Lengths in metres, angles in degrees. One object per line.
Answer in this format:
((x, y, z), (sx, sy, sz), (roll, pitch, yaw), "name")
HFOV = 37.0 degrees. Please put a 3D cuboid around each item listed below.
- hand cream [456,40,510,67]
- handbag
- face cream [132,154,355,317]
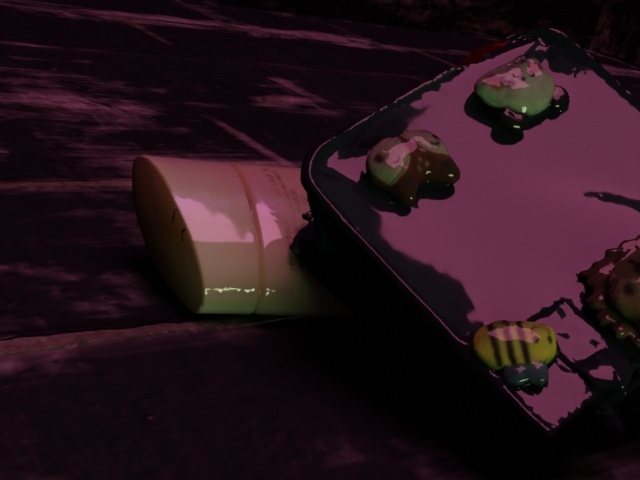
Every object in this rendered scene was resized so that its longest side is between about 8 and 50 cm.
((0.291, -0.166, 1.381), (0.149, 0.230, 0.230), (4, 22, -33), "hand cream")
((0.180, -0.006, 0.789), (0.303, 0.122, 0.329), (-32, 60, -23), "handbag")
((0.000, 0.000, 0.919), (0.348, 0.081, 0.173), (3, 50, -26), "face cream")
